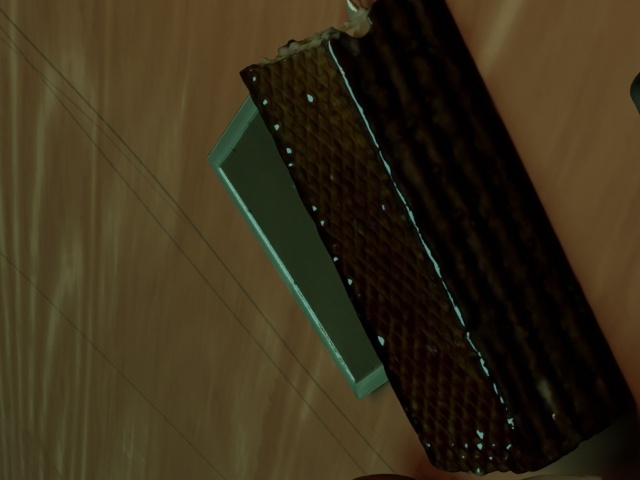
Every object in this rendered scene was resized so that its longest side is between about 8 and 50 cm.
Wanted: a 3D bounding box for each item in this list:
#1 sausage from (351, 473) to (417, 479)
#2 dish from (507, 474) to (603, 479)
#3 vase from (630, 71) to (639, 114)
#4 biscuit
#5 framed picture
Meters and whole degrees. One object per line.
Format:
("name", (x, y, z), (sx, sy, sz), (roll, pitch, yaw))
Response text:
("sausage", (0.094, 0.249, 1.052), (0.274, 0.105, 0.105), (49, 153, 25))
("dish", (0.136, 0.181, 0.860), (0.260, 0.085, 0.260), (24, 150, 15))
("vase", (0.179, 0.042, 0.674), (0.115, 0.115, 0.237), (13, 124, 59))
("biscuit", (0.055, -0.006, 0.892), (0.106, 0.070, 0.252), (-12, 105, 63))
("framed picture", (0.000, 0.000, 1.073), (0.183, 0.011, 0.142), (57, 155, 7))
